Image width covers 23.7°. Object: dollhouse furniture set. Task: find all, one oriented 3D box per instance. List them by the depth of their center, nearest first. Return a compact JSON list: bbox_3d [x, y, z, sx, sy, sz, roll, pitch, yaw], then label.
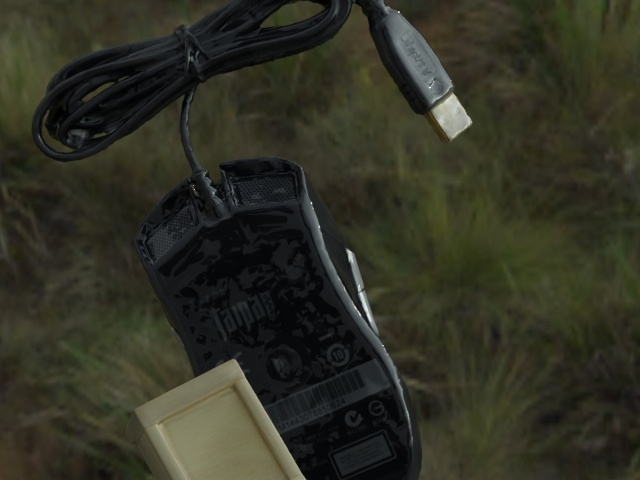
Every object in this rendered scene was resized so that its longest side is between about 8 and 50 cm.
[{"bbox_3d":[0.037,0.120,0.569,0.161,0.101,0.182,-25,75,-23],"label":"dollhouse furniture set"}]

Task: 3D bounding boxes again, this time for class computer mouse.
[{"bbox_3d":[0.000,0.000,0.731,0.184,0.262,0.060,-30,2,5],"label":"computer mouse"}]
